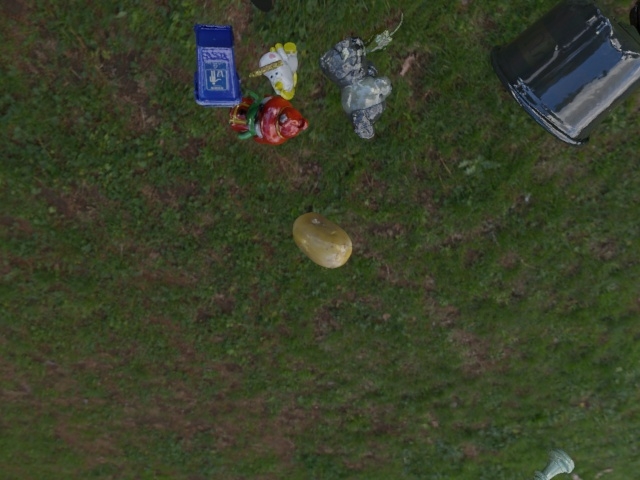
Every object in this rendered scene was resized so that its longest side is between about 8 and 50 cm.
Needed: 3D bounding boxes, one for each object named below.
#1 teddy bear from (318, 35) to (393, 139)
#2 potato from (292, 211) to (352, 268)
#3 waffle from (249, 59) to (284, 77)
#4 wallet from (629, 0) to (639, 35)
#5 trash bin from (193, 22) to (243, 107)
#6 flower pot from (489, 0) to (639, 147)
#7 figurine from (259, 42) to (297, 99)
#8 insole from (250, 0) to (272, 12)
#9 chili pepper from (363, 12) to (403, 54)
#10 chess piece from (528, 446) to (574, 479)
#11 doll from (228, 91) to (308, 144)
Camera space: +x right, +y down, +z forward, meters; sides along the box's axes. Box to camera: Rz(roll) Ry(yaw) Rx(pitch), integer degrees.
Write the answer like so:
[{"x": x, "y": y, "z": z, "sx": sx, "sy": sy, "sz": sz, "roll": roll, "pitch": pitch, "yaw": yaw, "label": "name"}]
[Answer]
[{"x": 0.109, "y": -0.415, "z": 1.160, "sx": 0.144, "sy": 0.171, "sz": 0.251, "roll": -24, "pitch": 117, "yaw": 20, "label": "teddy bear"}, {"x": 0.000, "y": 0.000, "z": 1.518, "sx": 0.146, "sy": 0.234, "sz": 0.150, "roll": -59, "pitch": 156, "yaw": 15, "label": "potato"}, {"x": -0.132, "y": -0.412, "z": 1.053, "sx": 0.085, "sy": 0.078, "sz": 0.016, "roll": -27, "pitch": 115, "yaw": -11, "label": "waffle"}, {"x": 0.671, "y": -0.316, "z": 0.682, "sx": 0.317, "sy": 0.173, "sz": 0.045, "roll": 3, "pitch": 159, "yaw": 10, "label": "wallet"}, {"x": -0.340, "y": -0.573, "z": 1.431, "sx": 0.162, "sy": 0.184, "sz": 0.234, "roll": -5, "pitch": 150, "yaw": -12, "label": "trash bin"}, {"x": 0.283, "y": -0.194, "z": 0.480, "sx": 0.157, "sy": 0.157, "sz": 0.107, "roll": 26, "pitch": 137, "yaw": -21, "label": "flower pot"}, {"x": -0.105, "y": -0.463, "z": 1.205, "sx": 0.109, "sy": 0.178, "sz": 0.130, "roll": -19, "pitch": 123, "yaw": 21, "label": "figurine"}, {"x": -0.212, "y": -0.706, "z": 1.087, "sx": 0.007, "sy": 0.109, "sz": 0.322, "roll": 3, "pitch": 161, "yaw": 32, "label": "insole"}, {"x": 0.173, "y": -0.624, "z": 1.378, "sx": 0.203, "sy": 0.072, "sz": 0.073, "roll": -14, "pitch": 132, "yaw": 26, "label": "chili pepper"}, {"x": 0.527, "y": 0.559, "z": 1.034, "sx": 0.149, "sy": 0.059, "sz": 0.059, "roll": -33, "pitch": 131, "yaw": -15, "label": "chess piece"}, {"x": -0.184, "y": -0.444, "z": 1.619, "sx": 0.160, "sy": 0.363, "sz": 0.183, "roll": 17, "pitch": 92, "yaw": -52, "label": "doll"}]
